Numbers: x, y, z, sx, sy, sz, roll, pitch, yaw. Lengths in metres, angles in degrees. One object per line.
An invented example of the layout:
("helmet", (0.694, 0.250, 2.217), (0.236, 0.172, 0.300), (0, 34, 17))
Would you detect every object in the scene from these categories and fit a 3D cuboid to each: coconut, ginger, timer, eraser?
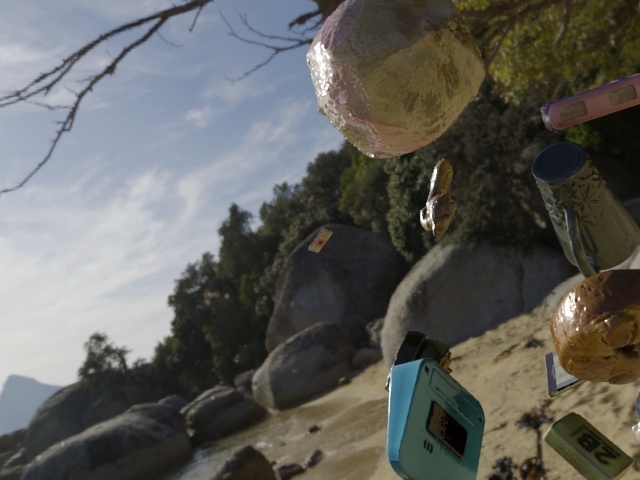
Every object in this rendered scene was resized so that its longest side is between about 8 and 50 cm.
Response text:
("coconut", (0.181, -0.400, 1.329), (0.405, 0.404, 0.404), (-20, -9, -3))
("ginger", (0.316, -0.110, 1.508), (0.059, 0.214, 0.133), (18, -3, -13))
("timer", (0.222, 0.393, 1.161), (0.091, 0.232, 0.250), (-26, 29, 39))
("eraser", (0.631, 0.494, 1.368), (0.117, 0.172, 0.058), (-13, -50, -36))

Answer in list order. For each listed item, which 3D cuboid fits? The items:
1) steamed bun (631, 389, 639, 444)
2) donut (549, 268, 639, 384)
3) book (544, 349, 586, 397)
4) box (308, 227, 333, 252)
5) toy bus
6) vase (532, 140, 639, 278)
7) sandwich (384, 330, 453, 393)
("steamed bun", (0.935, 0.419, 1.364), (0.324, 0.219, 0.310), (-48, -3, 42))
("donut", (0.455, 0.129, 0.852), (0.227, 0.113, 0.226), (-5, -38, -4))
("book", (0.722, 0.326, 1.591), (0.231, 0.026, 0.157), (-42, 12, 34))
("box", (0.000, 0.000, 1.827), (0.046, 0.012, 0.083), (18, -67, -51))
("toy bus", (0.556, -0.280, 1.171), (0.203, 0.063, 0.090), (-17, 9, 21))
("vase", (0.532, -0.060, 1.174), (0.156, 0.251, 0.301), (-10, -40, 38))
("sandwich", (0.236, 0.325, 1.397), (0.184, 0.109, 0.160), (-55, -32, -22))
